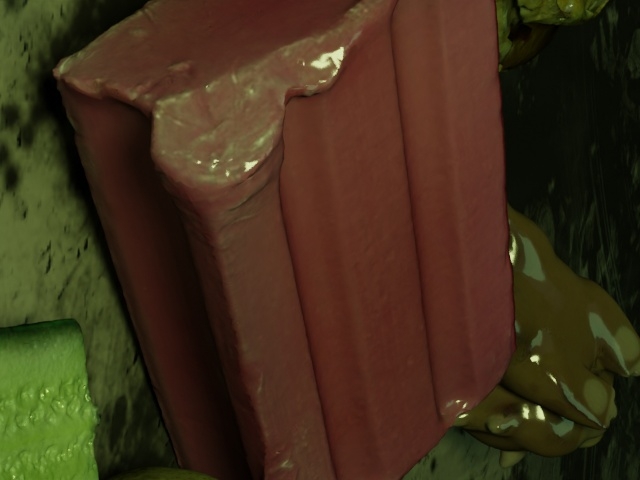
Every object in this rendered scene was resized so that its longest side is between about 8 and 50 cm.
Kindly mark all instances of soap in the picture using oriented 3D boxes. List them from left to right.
[{"bbox_3d":[0.000,0.000,0.883,0.233,0.128,0.359,-39,140,-28],"label":"soap"}]

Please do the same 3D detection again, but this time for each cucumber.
[{"bbox_3d":[-0.166,0.099,0.751,0.115,0.062,0.116,-6,94,-65],"label":"cucumber"}]

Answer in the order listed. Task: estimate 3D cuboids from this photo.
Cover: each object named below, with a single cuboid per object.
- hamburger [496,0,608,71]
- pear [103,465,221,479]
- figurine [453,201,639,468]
[{"bbox_3d":[0.163,-0.290,1.252,0.265,0.134,0.284,-35,119,-54],"label":"hamburger"},{"bbox_3d":[-0.088,0.213,0.846,0.167,0.137,0.167,-4,90,-74],"label":"pear"},{"bbox_3d":[0.161,0.093,1.313,0.247,0.173,0.177,33,57,-27],"label":"figurine"}]
